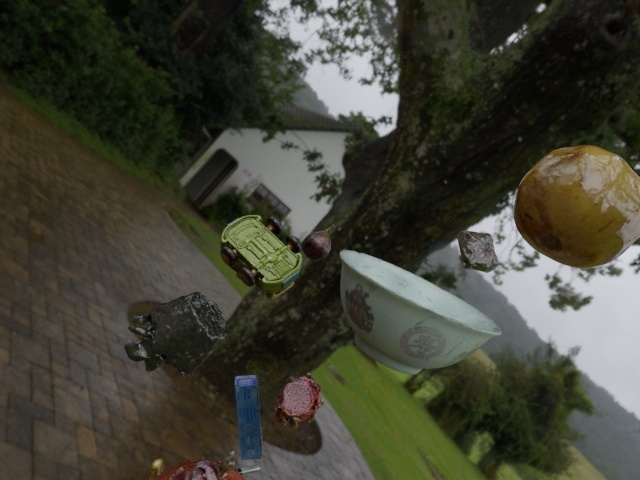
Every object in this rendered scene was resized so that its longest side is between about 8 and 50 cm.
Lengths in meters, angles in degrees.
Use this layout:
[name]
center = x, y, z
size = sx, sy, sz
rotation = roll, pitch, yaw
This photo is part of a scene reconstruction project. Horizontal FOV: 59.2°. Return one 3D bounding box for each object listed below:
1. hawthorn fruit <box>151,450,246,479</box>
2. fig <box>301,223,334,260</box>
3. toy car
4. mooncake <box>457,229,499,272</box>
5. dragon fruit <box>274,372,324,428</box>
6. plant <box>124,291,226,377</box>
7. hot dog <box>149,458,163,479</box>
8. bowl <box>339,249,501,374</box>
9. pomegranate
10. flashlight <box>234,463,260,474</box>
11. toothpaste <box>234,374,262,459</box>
[hawthorn fruit]
center = -0.229, 0.526, 1.056
size = 0.276, 0.307, 0.276
rotation = 24, 1, 0
[fig]
center = 0.000, 0.000, 1.704
size = 0.089, 0.125, 0.088
rotation = 21, -40, 18
[toy car]
center = -0.170, 0.052, 1.599
size = 0.248, 0.200, 0.142
rotation = 45, -32, 21
[mooncake]
center = 0.483, 0.029, 1.729
size = 0.125, 0.073, 0.129
rotation = 11, 56, -32
[dragon fruit]
center = -0.076, 0.504, 1.726
size = 0.150, 0.207, 0.133
rotation = 4, 41, -46
[plant]
center = -0.424, 0.284, 1.647
size = 0.199, 0.276, 0.188
rotation = 49, 17, -36
[hot dog]
center = -0.358, 0.531, 1.212
size = 0.028, 0.137, 0.044
rotation = 14, 21, 8
[bowl]
center = 0.204, 0.203, 1.398
size = 0.435, 0.195, 0.435
rotation = 25, 8, -4
[pomegranate]
center = 0.553, -0.075, 1.190
size = 0.264, 0.264, 0.264
rotation = 41, -1, 1
[flashlight]
center = -0.218, 0.684, 1.679
size = 0.083, 0.018, 0.018
rotation = 10, 33, -44
[toothpaste]
center = -0.207, 0.516, 1.636
size = 0.053, 0.066, 0.272
rotation = -100, -171, -66
